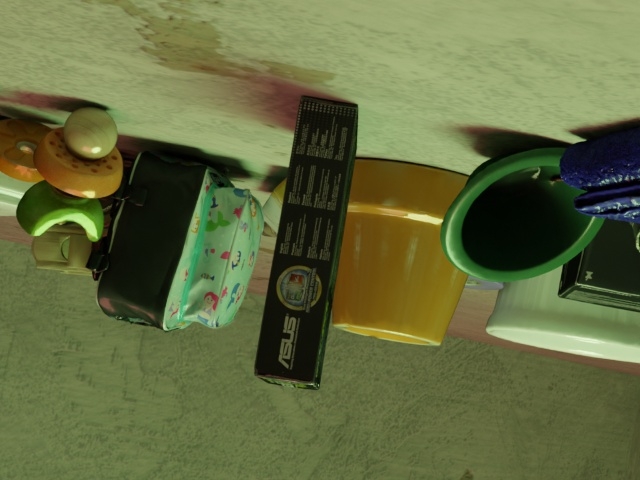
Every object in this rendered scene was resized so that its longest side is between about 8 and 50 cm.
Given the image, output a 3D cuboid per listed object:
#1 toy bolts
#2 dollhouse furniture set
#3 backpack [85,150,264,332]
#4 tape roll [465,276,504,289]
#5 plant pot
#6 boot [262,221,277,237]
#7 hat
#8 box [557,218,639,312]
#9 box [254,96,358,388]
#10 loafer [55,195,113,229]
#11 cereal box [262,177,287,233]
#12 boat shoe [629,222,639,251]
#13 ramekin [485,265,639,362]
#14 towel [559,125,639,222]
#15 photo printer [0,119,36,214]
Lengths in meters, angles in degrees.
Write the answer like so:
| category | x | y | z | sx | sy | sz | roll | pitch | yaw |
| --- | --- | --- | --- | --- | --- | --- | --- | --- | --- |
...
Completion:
| category | x | y | z | sx | sy | sz | roll | pitch | yaw |
| --- | --- | --- | --- | --- | --- | --- | --- | --- | --- |
| toy bolts | -0.349 | -0.121 | 1.716 | 0.229 | 0.158 | 0.218 | 3 | -142 | -30 |
| dollhouse furniture set | -0.313 | -0.039 | 1.952 | 0.101 | 0.160 | 0.182 | 5 | 175 | 8 |
| backpack | -0.177 | 0.008 | 1.940 | 0.191 | 0.225 | 0.253 | 15 | 177 | 0 |
| tape roll | 0.160 | 0.011 | 2.047 | 0.189 | 0.080 | 0.189 | 10 | 174 | 1 |
| plant pot | 0.093 | 0.020 | 1.764 | 0.205 | 0.188 | 0.205 | 10 | 173 | 1 |
| boot | -0.035 | -0.015 | 2.303 | 0.087 | 0.042 | 0.118 | -7 | 170 | 43 |
| hat | 0.184 | -0.074 | 1.557 | 0.173 | 0.183 | 0.208 | 6 | 133 | -21 |
| box | 0.423 | 0.036 | 1.776 | 0.261 | 0.103 | 0.184 | 10 | 176 | 3 |
| box | -0.011 | 0.012 | 1.520 | 0.060 | 0.270 | 0.216 | 9 | 174 | 3 |
| loafer | -0.256 | -0.027 | 2.231 | 0.366 | 0.130 | 0.134 | 12 | 150 | 33 |
| cereal box | 0.000 | 0.000 | 1.967 | 0.173 | 0.047 | 0.240 | 47 | 171 | 0 |
| boat shoe | 0.444 | -0.003 | 1.630 | 0.233 | 0.084 | 0.079 | 5 | -147 | -17 |
| ramekin | 0.375 | 0.084 | 2.096 | 0.277 | 0.135 | 0.277 | 10 | 174 | 1 |
| towel | 0.373 | -0.044 | 1.300 | 0.228 | 0.076 | 0.308 | 14 | 172 | -23 |
| photo printer | -0.485 | -0.102 | 1.960 | 0.256 | 0.107 | 0.307 | 16 | 172 | -33 |
